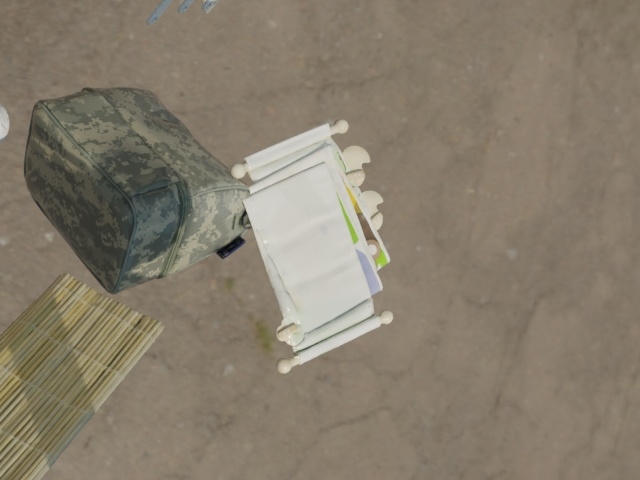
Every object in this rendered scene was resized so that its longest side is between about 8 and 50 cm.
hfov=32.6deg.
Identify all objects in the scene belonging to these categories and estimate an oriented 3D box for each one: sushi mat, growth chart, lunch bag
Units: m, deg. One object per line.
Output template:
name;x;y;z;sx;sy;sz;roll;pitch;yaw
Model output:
sushi mat;-0.310;0.159;1.177;0.316;0.151;0.019;-54;164;-46
growth chart;0.000;0.000;1.137;0.171;0.021;0.237;-16;92;-31
lunch bag;-0.273;-0.092;1.693;0.256;0.305;0.213;-24;147;-37

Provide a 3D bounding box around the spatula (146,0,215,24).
spatula;-0.126;-0.376;1.474;0.019;0.242;0.168;52;38;5

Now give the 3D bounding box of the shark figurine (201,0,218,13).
shark figurine;-0.113;-0.480;1.742;0.116;0.278;0.166;4;80;-24

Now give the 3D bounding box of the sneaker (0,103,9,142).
sneaker;-0.559;-0.149;1.520;0.115;0.232;0.090;56;11;-83
